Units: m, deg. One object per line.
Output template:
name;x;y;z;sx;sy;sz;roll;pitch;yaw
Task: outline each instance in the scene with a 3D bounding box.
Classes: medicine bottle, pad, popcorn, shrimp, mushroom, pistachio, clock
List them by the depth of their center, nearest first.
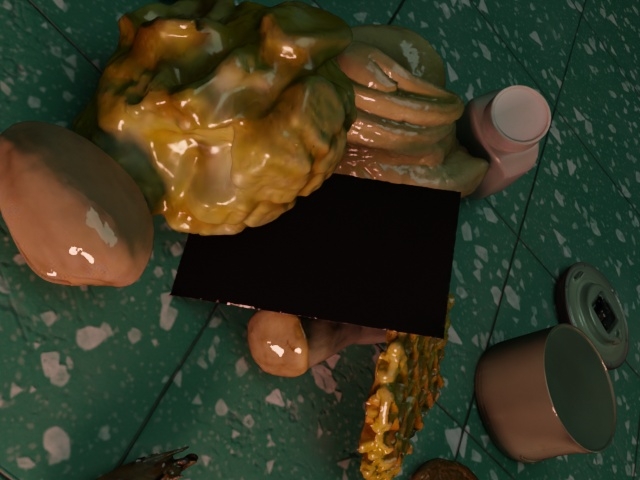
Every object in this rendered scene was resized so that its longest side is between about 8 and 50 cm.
shrimp;-0.222;0.320;0.876;0.251;0.052;0.143;-27;101;-40
pistachio;-0.289;-0.035;0.917;0.223;0.126;0.152;46;72;-3
popcorn;-0.121;-0.174;1.025;0.334;0.293;0.292;24;35;7
pad;0.000;0.000;1.094;0.368;0.007;0.247;9;56;6
mushroom;0.036;0.112;1.170;0.329;0.122;0.159;-23;83;-46
medicine bottle;0.316;-0.182;1.456;0.111;0.296;0.161;-22;81;-8
clock;0.604;0.164;1.744;0.244;0.056;0.244;21;58;-37

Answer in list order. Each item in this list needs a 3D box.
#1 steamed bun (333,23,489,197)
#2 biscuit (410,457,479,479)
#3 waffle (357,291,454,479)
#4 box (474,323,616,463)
steamed bun;0.122;-0.211;1.337;0.372;0.230;0.325;58;40;-3
biscuit;0.201;0.449;1.223;0.226;0.042;0.225;19;60;-37
waffle;0.133;0.194;1.170;0.312;0.060;0.307;-21;123;-64
box;0.405;0.276;1.426;0.226;0.149;0.226;21;57;-36
